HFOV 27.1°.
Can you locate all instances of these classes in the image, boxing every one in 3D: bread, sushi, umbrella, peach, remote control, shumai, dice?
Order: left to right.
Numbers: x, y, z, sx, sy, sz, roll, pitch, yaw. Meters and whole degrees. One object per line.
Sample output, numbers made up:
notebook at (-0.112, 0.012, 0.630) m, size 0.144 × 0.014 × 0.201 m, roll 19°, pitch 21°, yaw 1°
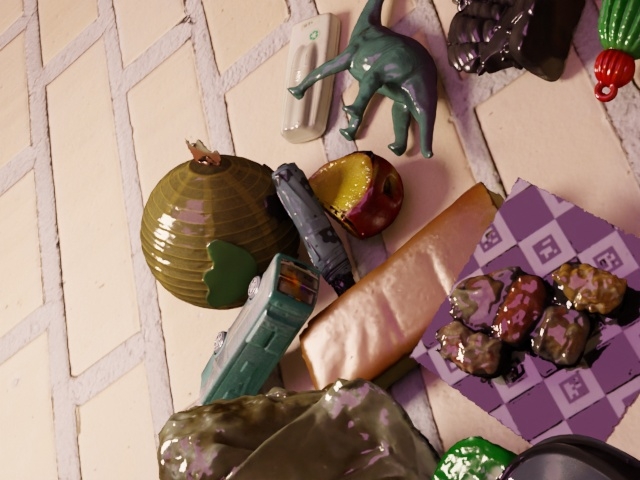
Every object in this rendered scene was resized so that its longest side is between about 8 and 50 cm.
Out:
remote control at (-0.022, -0.270, 2.189) m, size 0.090 × 0.049 × 0.230 m, roll -13°, pitch 58°, yaw 36°
shumai at (-0.014, 0.281, 1.672) m, size 0.288 × 0.330 × 0.292 m, roll -37°, pitch 22°, yaw 37°
umbrella at (-0.001, 0.001, 1.939) m, size 0.052 × 0.053 × 0.250 m, roll -26°, pitch 83°, yaw -15°
peach at (0.053, -0.061, 1.972) m, size 0.172 × 0.092 × 0.127 m, roll -5°, pitch 57°, yaw 51°
bread at (0.127, 0.087, 1.817) m, size 0.361 × 0.077 × 0.138 m, roll -40°, pitch 57°, yaw 21°
dice at (0.210, 0.312, 1.584) m, size 0.120 × 0.131 × 0.128 m, roll 22°, pitch 85°, yaw 50°
sushi at (0.279, 0.095, 1.633) m, size 0.292 × 0.059 × 0.294 m, roll 33°, pitch 92°, yaw 30°

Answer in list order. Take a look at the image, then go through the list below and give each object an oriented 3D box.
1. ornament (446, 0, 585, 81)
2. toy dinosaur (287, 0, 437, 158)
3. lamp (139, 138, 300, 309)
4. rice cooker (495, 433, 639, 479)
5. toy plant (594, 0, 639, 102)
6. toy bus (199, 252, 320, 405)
ornament at (0.259, -0.344, 1.938) m, size 0.260 × 0.106 × 0.251 m, roll 4°, pitch 69°, yaw 50°
toy dinosaur at (0.136, -0.305, 2.037) m, size 0.383 × 0.129 × 0.331 m, roll 27°, pitch 79°, yaw 47°
lamp at (-0.156, -0.036, 2.015) m, size 0.250 × 0.284 × 0.250 m, roll -6°, pitch 32°, yaw 4°
rice cooker at (0.296, 0.346, 1.414) m, size 0.267 × 0.224 × 0.267 m, roll -21°, pitch 57°, yaw 35°
toy plant at (0.430, -0.303, 1.752) m, size 0.154 × 0.088 × 0.240 m, roll -8°, pitch 69°, yaw 24°
toy bus at (-0.090, 0.143, 1.942) m, size 0.262 × 0.091 × 0.109 m, roll -58°, pitch 17°, yaw 32°
